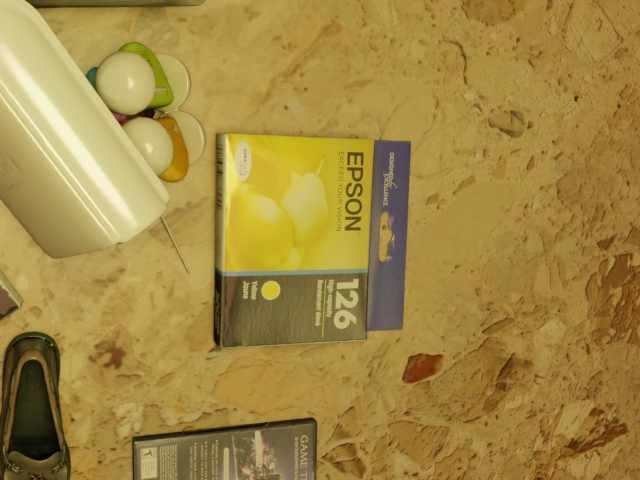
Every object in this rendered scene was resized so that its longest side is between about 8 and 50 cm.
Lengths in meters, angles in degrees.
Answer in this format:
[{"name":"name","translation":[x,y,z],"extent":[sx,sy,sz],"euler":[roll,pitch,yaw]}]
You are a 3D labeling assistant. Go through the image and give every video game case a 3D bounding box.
[{"name":"video game case","translation":[-0.138,0.374,1.133],"extent":[0.275,0.026,0.195],"euler":[-2,98,-21]}]

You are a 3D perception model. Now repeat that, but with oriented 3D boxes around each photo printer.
[{"name":"photo printer","translation":[-0.334,-0.127,0.871],"extent":[0.107,0.256,0.307],"euler":[-44,111,-31]}]

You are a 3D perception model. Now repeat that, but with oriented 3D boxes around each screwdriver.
[{"name":"screwdriver","translation":[-0.213,-0.027,1.050],"extent":[0.025,0.024,0.169],"euler":[-22,108,14]}]

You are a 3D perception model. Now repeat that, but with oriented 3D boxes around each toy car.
[{"name":"toy car","translation":[-0.239,-0.155,0.968],"extent":[0.136,0.159,0.181],"euler":[-11,100,17]}]

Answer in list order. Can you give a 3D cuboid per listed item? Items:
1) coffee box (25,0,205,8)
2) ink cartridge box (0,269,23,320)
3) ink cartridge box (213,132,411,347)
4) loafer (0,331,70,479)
[{"name":"coffee box","translation":[-0.298,-0.429,0.753],"extent":[0.338,0.338,0.334],"euler":[-2,98,-3]},{"name":"ink cartridge box","translation":[-0.520,0.056,0.939],"extent":[0.206,0.045,0.208],"euler":[-35,106,-12]},{"name":"ink cartridge box","translation":[0.000,0.000,1.107],"extent":[0.308,0.072,0.303],"euler":[-1,98,-18]},{"name":"loafer","translation":[-0.380,0.258,0.996],"extent":[0.096,0.084,0.267],"euler":[-3,99,-20]}]
